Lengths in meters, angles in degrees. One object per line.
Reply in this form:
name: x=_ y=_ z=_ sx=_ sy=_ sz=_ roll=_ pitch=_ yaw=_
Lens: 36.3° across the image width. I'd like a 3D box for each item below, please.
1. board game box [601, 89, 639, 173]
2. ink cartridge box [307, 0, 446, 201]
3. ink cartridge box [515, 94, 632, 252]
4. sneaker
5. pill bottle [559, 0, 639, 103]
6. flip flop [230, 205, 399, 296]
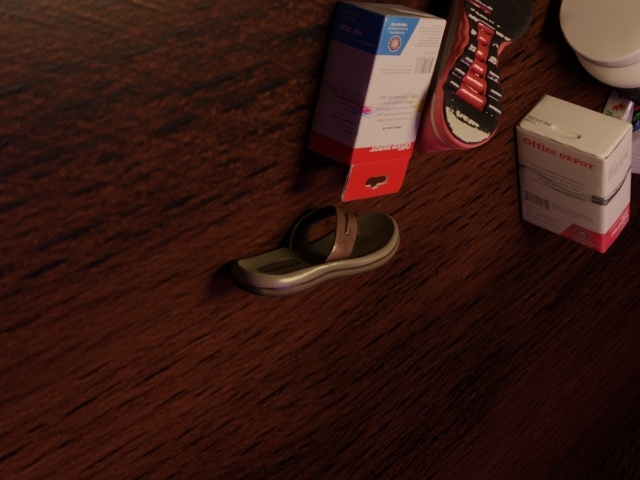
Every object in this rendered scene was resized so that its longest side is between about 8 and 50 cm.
board game box: x=0.651 y=-0.236 z=2.004 sx=0.305 sy=0.053 sz=0.193 roll=0 pitch=114 yaw=-54
ink cartridge box: x=0.064 y=-0.173 z=1.213 sx=0.134 sy=0.078 sz=0.231 roll=-12 pitch=122 yaw=-50
ink cartridge box: x=0.438 y=-0.115 z=1.686 sx=0.100 sy=0.172 sz=0.237 roll=-46 pitch=144 yaw=-24
sneaker: x=0.184 y=-0.254 z=1.316 sx=0.116 sy=0.136 sz=0.314 roll=31 pitch=65 yaw=-23
pill bottle: x=0.546 y=-0.347 z=1.637 sx=0.363 sy=0.210 sz=0.210 roll=7 pitch=107 yaw=-55
flip flop: x=0.000 y=0.000 z=1.241 sx=0.277 sy=0.112 sz=0.080 roll=-17 pitch=112 yaw=-42
